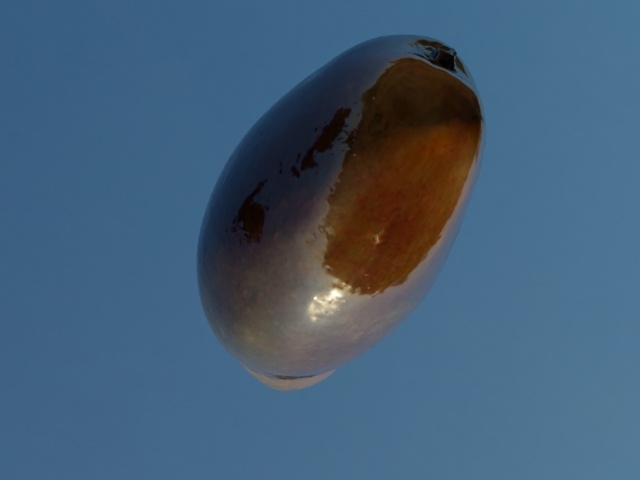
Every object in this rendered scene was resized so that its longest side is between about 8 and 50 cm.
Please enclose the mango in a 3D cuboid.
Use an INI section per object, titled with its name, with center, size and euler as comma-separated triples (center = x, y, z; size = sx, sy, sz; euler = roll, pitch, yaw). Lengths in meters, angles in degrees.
[mango]
center = 0.000, 0.000, 0.695
size = 0.111, 0.267, 0.133
euler = 18, -119, -5
